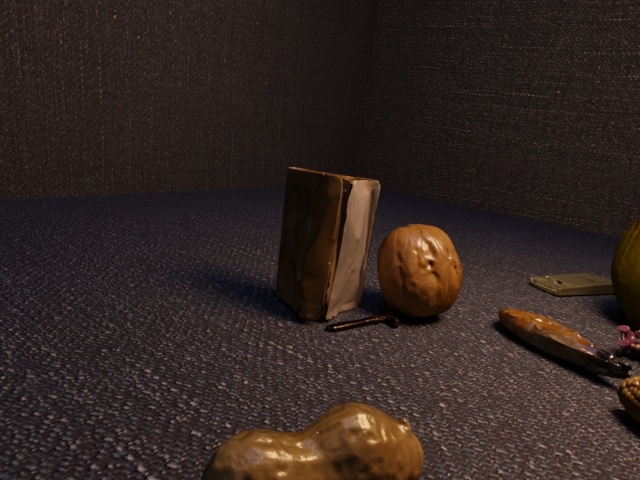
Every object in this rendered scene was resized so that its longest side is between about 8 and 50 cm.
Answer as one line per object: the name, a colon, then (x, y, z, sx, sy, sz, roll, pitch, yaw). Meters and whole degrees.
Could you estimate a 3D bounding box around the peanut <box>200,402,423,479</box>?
peanut: (-0.002, 0.242, 0.496, 0.263, 0.118, 0.101, -2, -3, -25)

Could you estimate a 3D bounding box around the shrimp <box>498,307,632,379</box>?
shrimp: (0.525, 0.212, 0.989, 0.164, 0.062, 0.317, 4, 11, -25)

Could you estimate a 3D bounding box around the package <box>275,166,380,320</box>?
package: (-0.004, 0.006, 1.015, 0.221, 0.312, 0.165, 12, 12, 13)

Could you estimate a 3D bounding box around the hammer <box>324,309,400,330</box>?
hammer: (0.089, 0.176, 0.988, 0.178, 0.021, 0.065, -2, 18, -32)

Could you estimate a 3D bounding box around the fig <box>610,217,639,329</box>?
fig: (0.918, 0.089, 1.162, 0.343, 0.344, 0.343, 7, 14, -2)

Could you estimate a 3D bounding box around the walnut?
walnut: (0.231, 0.069, 1.084, 0.195, 0.222, 0.195, -11, -6, -1)

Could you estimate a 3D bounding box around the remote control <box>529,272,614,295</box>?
remote control: (0.811, 0.142, 1.471, 0.285, 0.038, 0.123, -2, 15, -25)

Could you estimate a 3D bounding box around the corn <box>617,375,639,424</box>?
corn: (0.550, 0.283, 0.648, 0.101, 0.101, 0.291, 4, 11, -13)

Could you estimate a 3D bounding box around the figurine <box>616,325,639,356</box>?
figurine: (0.730, 0.228, 0.976, 0.114, 0.095, 0.156, 22, -18, -40)
